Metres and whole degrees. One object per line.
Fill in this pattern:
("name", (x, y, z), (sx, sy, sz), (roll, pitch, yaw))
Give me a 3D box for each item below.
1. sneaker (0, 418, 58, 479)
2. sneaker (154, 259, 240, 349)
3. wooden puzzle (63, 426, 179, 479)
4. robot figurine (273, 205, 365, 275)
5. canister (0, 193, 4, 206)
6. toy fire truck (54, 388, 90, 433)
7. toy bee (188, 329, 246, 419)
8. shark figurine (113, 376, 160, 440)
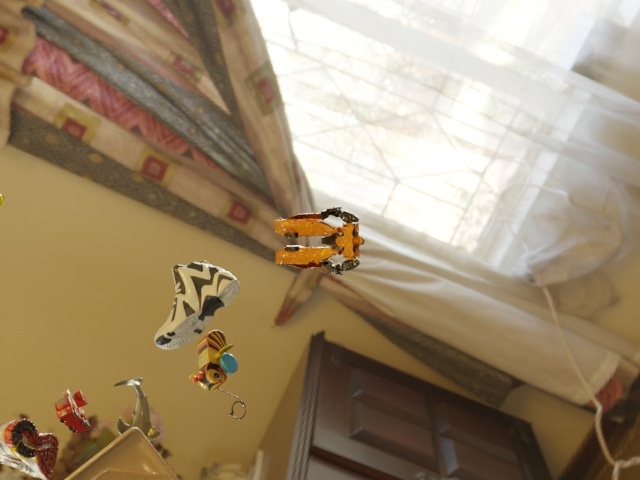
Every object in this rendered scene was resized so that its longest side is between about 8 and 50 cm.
("sneaker", (-0.609, 0.425, 1.403), (0.225, 0.092, 0.088), (79, -168, -50))
("sneaker", (-0.319, 0.135, 1.597), (0.235, 0.153, 0.094), (-46, -31, -14))
("wooden puzzle", (-0.376, 0.514, 1.313), (0.221, 0.239, 0.044), (-37, 8, -16))
("robot figurine", (0.000, 0.000, 2.125), (0.085, 0.291, 0.211), (-13, -78, -71))
("canister", (-1.046, -0.126, 2.113), (0.126, 0.073, 0.170), (-46, 34, -5))
("toy fire truck", (-0.700, 0.469, 1.931), (0.135, 0.047, 0.192), (58, 167, 31))
("toy bee", (-0.338, 0.404, 2.176), (0.298, 0.162, 0.195), (41, 102, 43))
("shark figurine", (-0.517, 0.526, 2.002), (0.166, 0.116, 0.278), (8, -90, -59))
